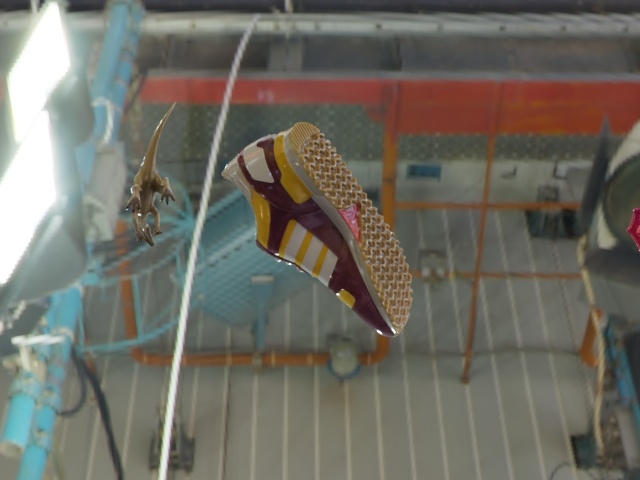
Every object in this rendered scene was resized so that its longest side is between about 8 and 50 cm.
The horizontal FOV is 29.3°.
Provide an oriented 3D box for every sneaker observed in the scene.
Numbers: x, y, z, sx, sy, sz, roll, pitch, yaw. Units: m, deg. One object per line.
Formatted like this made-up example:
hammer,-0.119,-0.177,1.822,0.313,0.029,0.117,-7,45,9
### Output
sneaker,0.000,0.000,0.938,0.084,0.185,0.069,-21,-162,30

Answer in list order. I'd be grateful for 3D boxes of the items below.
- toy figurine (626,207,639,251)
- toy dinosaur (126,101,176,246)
toy figurine,0.428,-0.032,1.480,0.130,0.173,0.159,-5,-170,-8
toy dinosaur,-0.202,-0.066,1.428,0.053,0.183,0.092,5,-153,-17
